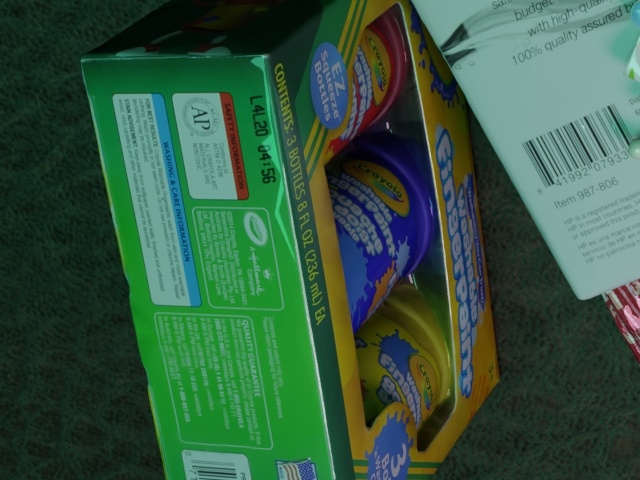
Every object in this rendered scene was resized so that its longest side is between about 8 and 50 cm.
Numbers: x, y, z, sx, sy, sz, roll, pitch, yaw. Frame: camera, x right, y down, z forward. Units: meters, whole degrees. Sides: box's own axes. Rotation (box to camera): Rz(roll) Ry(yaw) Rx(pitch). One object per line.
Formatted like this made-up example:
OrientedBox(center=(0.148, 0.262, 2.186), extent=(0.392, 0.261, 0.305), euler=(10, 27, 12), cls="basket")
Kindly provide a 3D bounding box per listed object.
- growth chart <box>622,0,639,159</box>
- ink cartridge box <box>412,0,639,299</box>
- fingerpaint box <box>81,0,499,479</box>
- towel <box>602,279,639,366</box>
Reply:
OrientedBox(center=(0.303, -0.144, 1.406), extent=(0.172, 0.021, 0.237), euler=(14, 116, 14), cls="growth chart")
OrientedBox(center=(0.249, -0.195, 1.513), extent=(0.285, 0.166, 0.395), euler=(-23, 103, 29), cls="ink cartridge box")
OrientedBox(center=(0.000, 0.000, 1.589), extent=(0.163, 0.371, 0.444), euler=(1, 113, 24), cls="fingerpaint box")
OrientedBox(center=(0.402, 0.113, 1.672), extent=(0.237, 0.037, 0.329), euler=(-23, 103, 29), cls="towel")
